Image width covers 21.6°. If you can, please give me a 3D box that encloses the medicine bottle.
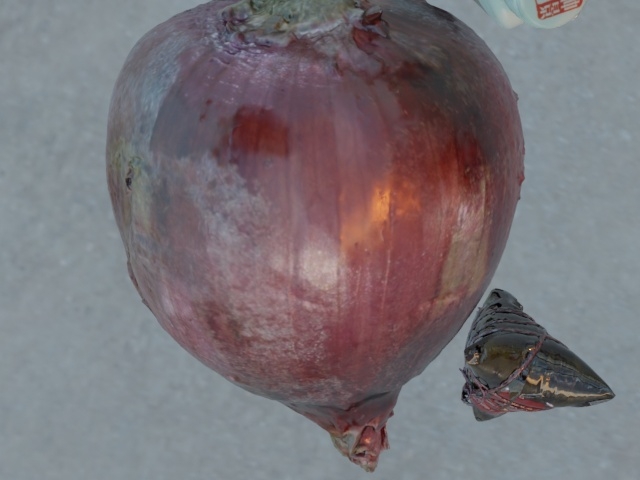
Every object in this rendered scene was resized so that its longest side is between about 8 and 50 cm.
[{"bbox_3d":[0.145,-0.244,1.381,0.083,0.121,0.229,-23,34,-6],"label":"medicine bottle"}]

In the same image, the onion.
[{"bbox_3d":[0.000,0.000,0.626,0.159,0.159,0.195,20,123,45],"label":"onion"}]

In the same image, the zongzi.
[{"bbox_3d":[0.086,0.056,0.795,0.083,0.073,0.067,12,87,56],"label":"zongzi"}]
